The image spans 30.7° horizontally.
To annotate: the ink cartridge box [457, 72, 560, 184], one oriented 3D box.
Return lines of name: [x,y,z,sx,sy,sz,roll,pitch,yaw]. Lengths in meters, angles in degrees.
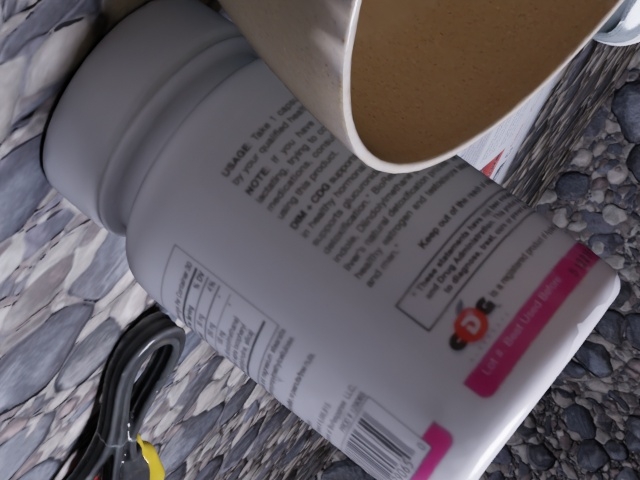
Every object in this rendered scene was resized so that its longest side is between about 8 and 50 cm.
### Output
ink cartridge box: [0.086,-0.105,1.004,0.272,0.130,0.309,-41,163,-37]

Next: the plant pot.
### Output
plant pot: [0.035,-0.194,0.410,0.284,0.191,0.284,-43,161,-19]

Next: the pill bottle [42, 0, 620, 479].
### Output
pill bottle: [0.000,0.000,0.626,0.160,0.283,0.160,-49,167,-15]

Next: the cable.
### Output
cable: [-0.189,0.171,1.013,0.139,0.072,0.287,-24,140,-32]

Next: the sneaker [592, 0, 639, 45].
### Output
sneaker: [0.106,-0.218,0.610,0.178,0.124,0.295,-34,120,-32]
